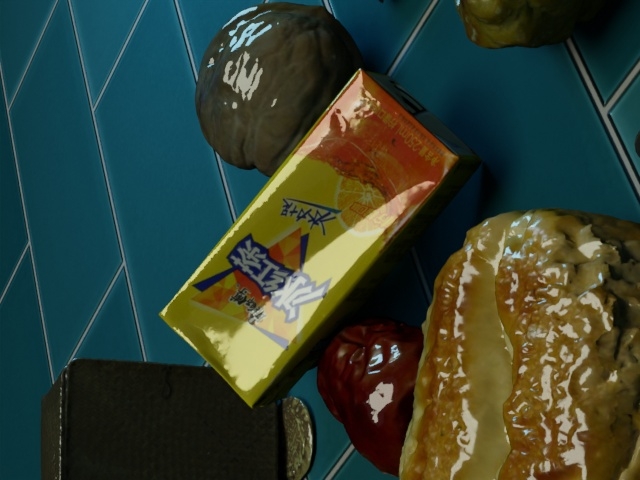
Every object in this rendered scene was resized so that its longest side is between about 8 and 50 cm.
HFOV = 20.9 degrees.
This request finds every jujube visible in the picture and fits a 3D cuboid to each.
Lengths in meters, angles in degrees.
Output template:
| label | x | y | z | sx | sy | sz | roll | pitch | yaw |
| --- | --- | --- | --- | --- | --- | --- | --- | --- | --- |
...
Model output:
| label | x | y | z | sx | sy | sz | roll | pitch | yaw |
| --- | --- | --- | --- | --- | --- | --- | --- | --- | --- |
| jujube | 0.081 | 0.154 | 1.784 | 0.230 | 0.155 | 0.155 | 32 | 112 | 61 |

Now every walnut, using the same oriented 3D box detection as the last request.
| label | x | y | z | sx | sy | sz | roll | pitch | yaw |
| --- | --- | --- | --- | --- | --- | --- | --- | --- | --- |
| walnut | -0.046 | -0.182 | 2.068 | 0.224 | 0.224 | 0.224 | -24 | 62 | 58 |

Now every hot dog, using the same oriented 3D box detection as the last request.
| label | x | y | z | sx | sy | sz | roll | pitch | yaw |
| --- | --- | --- | --- | --- | --- | --- | --- | --- | --- |
| hot dog | 0.203 | 0.155 | 1.525 | 0.367 | 0.196 | 0.365 | -9 | 78 | 55 |

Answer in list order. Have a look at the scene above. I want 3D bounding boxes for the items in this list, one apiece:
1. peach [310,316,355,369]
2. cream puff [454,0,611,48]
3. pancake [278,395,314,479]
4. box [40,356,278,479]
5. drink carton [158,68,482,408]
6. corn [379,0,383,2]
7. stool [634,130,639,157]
| label | x | y | z | sx | sy | sz | roll | pitch | yaw |
| --- | --- | --- | --- | --- | --- | --- | --- | --- | --- |
| peach | -0.042 | 0.067 | 2.015 | 0.197 | 0.197 | 0.197 | -24 | 62 | 58 |
| cream puff | 0.202 | -0.318 | 1.682 | 0.282 | 0.185 | 0.282 | -17 | -90 | -85 |
| pancake | -0.037 | 0.247 | 2.129 | 0.115 | 0.011 | 0.115 | -23 | 64 | 59 |
| box | -0.201 | 0.257 | 2.148 | 0.143 | 0.273 | 0.184 | 133 | 138 | -62 |
| drink carton | 0.000 | 0.000 | 1.845 | 0.154 | 0.111 | 0.351 | 43 | 103 | 15 |
| corn | 0.079 | -0.436 | 2.003 | 0.102 | 0.102 | 0.313 | 40 | 115 | 58 |
| stool | 0.330 | -0.059 | 1.388 | 0.228 | 0.139 | 0.153 | 39 | 116 | 55 |
